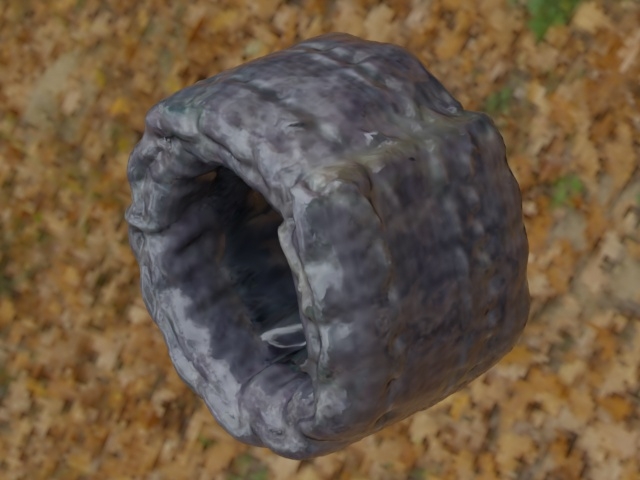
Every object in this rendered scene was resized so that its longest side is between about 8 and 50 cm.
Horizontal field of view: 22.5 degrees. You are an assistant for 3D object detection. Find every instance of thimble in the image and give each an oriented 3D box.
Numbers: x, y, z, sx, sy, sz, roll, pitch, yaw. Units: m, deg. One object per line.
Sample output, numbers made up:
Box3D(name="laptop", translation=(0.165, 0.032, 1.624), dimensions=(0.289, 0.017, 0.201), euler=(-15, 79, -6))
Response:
Box3D(name="thimble", translation=(0.000, 0.002, 0.613), dimensions=(0.150, 0.097, 0.150), euler=(29, 130, 42))

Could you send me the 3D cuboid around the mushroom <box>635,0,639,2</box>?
Box3D(name="mushroom", translation=(0.273, -0.226, 0.669), dimensions=(0.407, 0.137, 0.154), euler=(-32, -8, 6))
